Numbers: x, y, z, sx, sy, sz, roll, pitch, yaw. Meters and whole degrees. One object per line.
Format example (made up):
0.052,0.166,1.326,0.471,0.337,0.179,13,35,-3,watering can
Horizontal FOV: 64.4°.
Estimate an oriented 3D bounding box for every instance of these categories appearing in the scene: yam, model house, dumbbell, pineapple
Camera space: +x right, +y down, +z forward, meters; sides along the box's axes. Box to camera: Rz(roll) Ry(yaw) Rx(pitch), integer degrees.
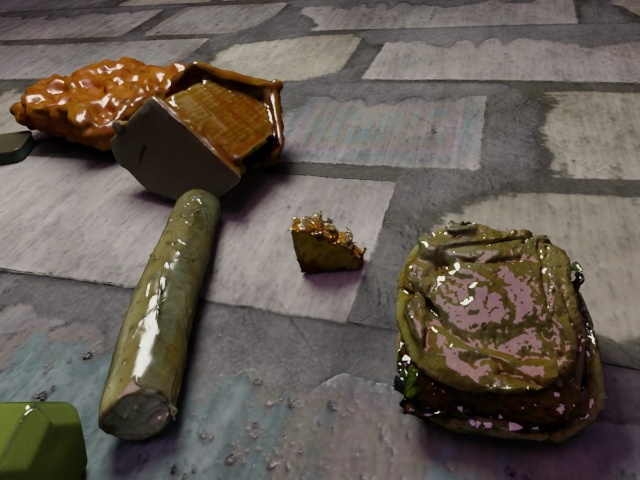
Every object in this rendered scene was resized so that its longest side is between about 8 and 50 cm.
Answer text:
-0.183,0.057,0.622,0.083,0.083,0.372,-7,39,3,yam
-0.184,-0.179,0.844,0.199,0.220,0.229,-30,11,47,model house
-0.372,0.200,0.460,0.301,0.121,0.108,-1,11,9,dumbbell
0.000,0.000,0.676,0.114,0.077,0.114,22,25,-16,pineapple

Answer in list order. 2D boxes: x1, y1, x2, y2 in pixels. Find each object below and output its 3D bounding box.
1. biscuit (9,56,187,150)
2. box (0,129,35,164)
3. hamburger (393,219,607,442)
-0.435,-0.298,1.063,0.312,0.111,0.318,17,44,29,biscuit
-0.655,-0.185,1.036,0.126,0.031,0.091,-8,39,0,box
0.167,0.089,0.498,0.183,0.130,0.206,0,59,14,hamburger
